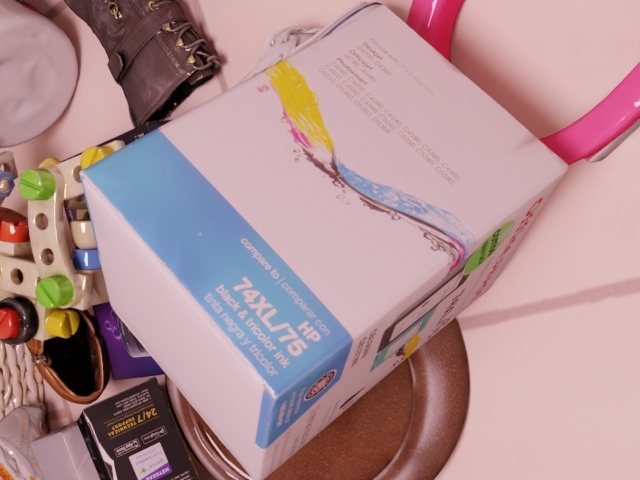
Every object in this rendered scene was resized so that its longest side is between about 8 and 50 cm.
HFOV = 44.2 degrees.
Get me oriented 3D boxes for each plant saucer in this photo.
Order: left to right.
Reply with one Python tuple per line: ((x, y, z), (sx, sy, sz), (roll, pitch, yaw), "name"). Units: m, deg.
((-0.017, 0.132, 0.748), (0.311, 0.050, 0.310), (2, 97, 15), "plant saucer")

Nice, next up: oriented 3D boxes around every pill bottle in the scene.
((-0.468, -0.264, 0.990), (0.318, 0.176, 0.176), (37, 121, 26), "pill bottle")

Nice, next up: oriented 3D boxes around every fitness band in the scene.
((0.181, -0.180, 0.584), (0.209, 0.054, 0.291), (50, 125, 17), "fitness band")

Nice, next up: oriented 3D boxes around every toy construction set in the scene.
((-0.314, -0.013, 0.814), (0.328, 0.151, 0.215), (14, 101, 36), "toy construction set")

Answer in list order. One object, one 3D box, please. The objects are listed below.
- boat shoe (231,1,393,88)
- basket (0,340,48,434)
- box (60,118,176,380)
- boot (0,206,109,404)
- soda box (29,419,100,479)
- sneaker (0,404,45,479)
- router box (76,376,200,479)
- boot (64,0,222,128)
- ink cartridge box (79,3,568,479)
((-0.027, -0.161, 0.731), (0.226, 0.083, 0.075), (-34, 81, 39), "boat shoe")
((-0.613, 0.232, 1.171), (0.331, 0.266, 0.328), (8, 106, 36), "basket")
((-0.179, 0.013, 0.885), (0.184, 0.103, 0.261), (-14, 92, 37), "box")
((-0.346, 0.075, 0.966), (0.283, 0.109, 0.220), (68, 161, -2), "boot")
((-0.285, 0.381, 1.064), (0.098, 0.091, 0.286), (-25, 85, 40), "soda box")
((-0.373, 0.346, 1.128), (0.099, 0.121, 0.262), (-13, 116, 38), "sneaker")
((-0.190, 0.292, 0.889), (0.243, 0.081, 0.309), (65, 158, 5), "router box")
((-0.175, -0.266, 0.832), (0.229, 0.091, 0.263), (55, 131, 7), "boot")
((0.000, 0.000, 0.595), (0.197, 0.270, 0.198), (46, 154, 19), "ink cartridge box")
